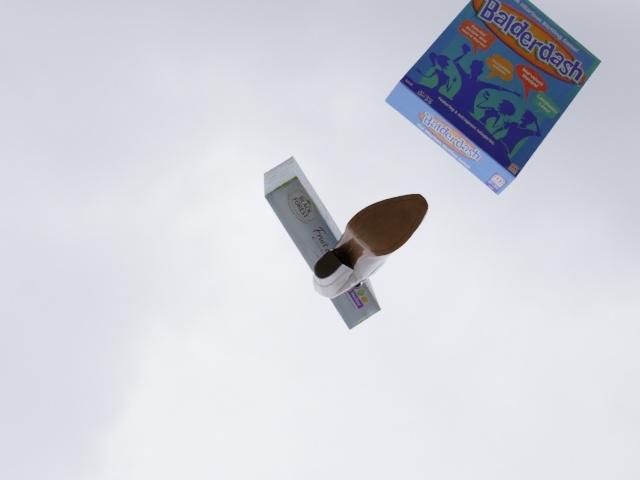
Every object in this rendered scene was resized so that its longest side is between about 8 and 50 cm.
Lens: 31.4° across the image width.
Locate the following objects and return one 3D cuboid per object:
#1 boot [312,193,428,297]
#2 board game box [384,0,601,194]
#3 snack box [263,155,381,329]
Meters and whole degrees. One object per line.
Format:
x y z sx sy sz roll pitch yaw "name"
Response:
0.042 0.005 0.916 0.118 0.087 0.042 -32 -103 9 "boot"
0.192 -0.175 1.244 0.160 0.047 0.210 39 -121 0 "board game box"
0.000 0.000 1.010 0.037 0.100 0.141 -32 -76 3 "snack box"
